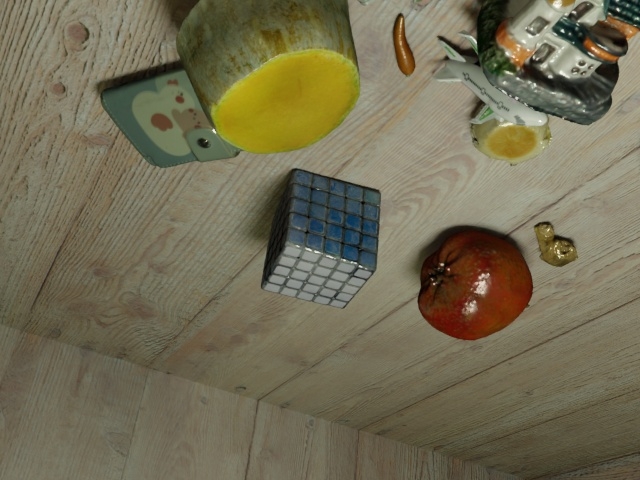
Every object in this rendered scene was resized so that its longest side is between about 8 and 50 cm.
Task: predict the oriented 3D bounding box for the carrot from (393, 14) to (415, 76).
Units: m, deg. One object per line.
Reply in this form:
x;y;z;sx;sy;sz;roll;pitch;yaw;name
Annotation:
0.159;-0.370;1.385;0.035;0.035;0.142;-4;140;16;carrot

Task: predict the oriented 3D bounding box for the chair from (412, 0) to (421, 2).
0.118;-0.528;1.044;0.203;0.191;0.275;14;154;-13;chair

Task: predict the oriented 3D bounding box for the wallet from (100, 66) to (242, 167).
-0.265;-0.273;1.567;0.360;0.083;0.252;-8;139;21;wallet

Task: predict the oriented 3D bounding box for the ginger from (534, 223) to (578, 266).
0.607;0.018;1.848;0.096;0.067;0.165;11;154;36;ginger

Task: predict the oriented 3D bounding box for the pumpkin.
-0.072;-0.299;1.288;0.332;0.199;0.332;-19;161;-7;pumpkin

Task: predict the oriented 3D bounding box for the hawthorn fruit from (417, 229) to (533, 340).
0.426;0.130;1.886;0.330;0.287;0.287;18;145;-27;hawthorn fruit

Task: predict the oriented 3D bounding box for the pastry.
0.395;-0.232;1.497;0.165;0.088;0.166;5;147;3;pastry

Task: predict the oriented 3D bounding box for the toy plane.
0.326;-0.291;1.345;0.255;0.101;0.251;38;168;32;toy plane

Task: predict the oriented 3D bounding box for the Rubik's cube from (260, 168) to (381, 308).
0.000;0.000;1.784;0.236;0.237;0.238;16;145;-11;Rubik's cube

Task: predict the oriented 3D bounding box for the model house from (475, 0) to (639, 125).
0.446;-0.372;1.187;0.271;0.190;0.301;20;143;-17;model house

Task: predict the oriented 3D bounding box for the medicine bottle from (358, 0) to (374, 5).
0.064;-0.458;1.245;0.058;0.058;0.091;-23;136;37;medicine bottle
